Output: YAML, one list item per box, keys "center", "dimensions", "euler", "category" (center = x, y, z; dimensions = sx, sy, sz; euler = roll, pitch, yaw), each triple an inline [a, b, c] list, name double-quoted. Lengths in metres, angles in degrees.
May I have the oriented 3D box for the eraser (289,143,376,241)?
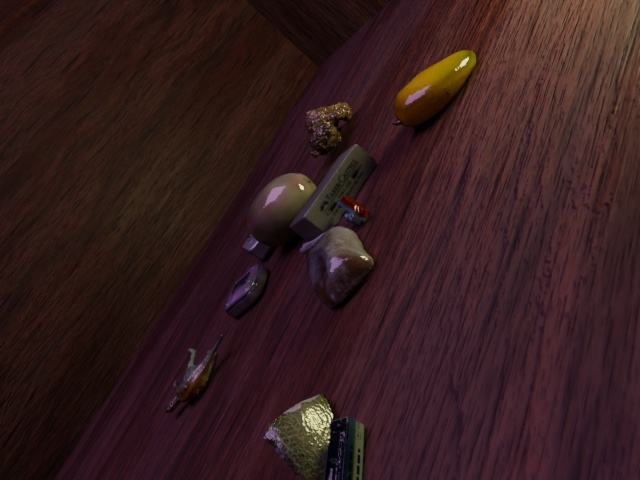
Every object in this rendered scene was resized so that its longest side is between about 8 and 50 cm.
- center: [0.045, -0.152, 1.462]
  dimensions: [0.352, 0.111, 0.077]
  euler: [-55, 23, -5]
  category: "eraser"

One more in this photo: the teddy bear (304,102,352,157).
- center: [0.053, -0.498, 1.957]
  dimensions: [0.296, 0.222, 0.246]
  euler: [-12, -25, -48]
  category: "teddy bear"

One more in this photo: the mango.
- center: [0.343, -0.462, 1.330]
  dimensions: [0.317, 0.119, 0.176]
  euler: [-38, 22, 13]
  category: "mango"

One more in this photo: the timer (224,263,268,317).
- center: [-0.290, 0.193, 1.690]
  dimensions: [0.208, 0.069, 0.191]
  euler: [-42, 21, 30]
  category: "timer"

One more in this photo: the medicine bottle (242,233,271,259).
- center: [-0.213, -0.064, 1.864]
  dimensions: [0.296, 0.111, 0.161]
  euler: [-56, 21, -9]
  category: "medicine bottle"

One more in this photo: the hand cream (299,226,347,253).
- center: [0.000, -0.002, 1.422]
  dimensions: [0.216, 0.038, 0.052]
  euler: [-30, 9, 48]
  category: "hand cream"

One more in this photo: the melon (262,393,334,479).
- center: [-0.043, 0.389, 0.833]
  dimensions: [0.202, 0.139, 0.093]
  euler: [-92, 21, -55]
  category: "melon"

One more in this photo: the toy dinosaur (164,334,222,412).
- center: [-0.429, 0.454, 1.544]
  dimensions: [0.393, 0.092, 0.205]
  euler: [-40, 25, 27]
  category: "toy dinosaur"

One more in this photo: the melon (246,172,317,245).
- center: [-0.146, -0.113, 1.645]
  dimensions: [0.317, 0.223, 0.223]
  euler: [-44, 23, 23]
  category: "melon"

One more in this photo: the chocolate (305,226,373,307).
- center: [0.030, 0.054, 1.211]
  dimensions: [0.185, 0.100, 0.303]
  euler: [-53, 18, 10]
  category: "chocolate"

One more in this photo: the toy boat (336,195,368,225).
- center: [0.092, -0.093, 1.334]
  dimensions: [0.059, 0.069, 0.173]
  euler: [-63, 25, 12]
  category: "toy boat"

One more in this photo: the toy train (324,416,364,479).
- center: [0.034, 0.413, 0.708]
  dimensions: [0.052, 0.051, 0.234]
  euler: [-37, 30, 37]
  category: "toy train"
